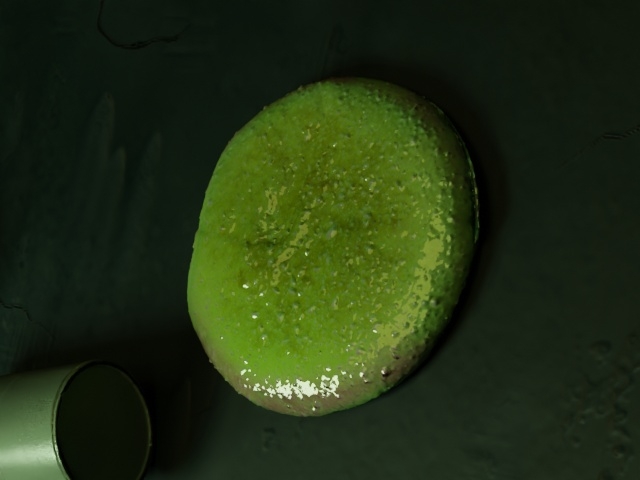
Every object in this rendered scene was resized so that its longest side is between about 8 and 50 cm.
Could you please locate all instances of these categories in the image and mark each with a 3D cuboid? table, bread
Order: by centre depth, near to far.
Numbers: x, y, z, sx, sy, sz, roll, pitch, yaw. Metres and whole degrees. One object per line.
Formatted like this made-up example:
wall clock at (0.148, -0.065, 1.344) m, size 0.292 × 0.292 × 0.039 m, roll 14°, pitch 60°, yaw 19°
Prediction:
bread at (0.004, 0.003, 1.478) m, size 0.301 × 0.045 × 0.301 m, roll -11°, pitch 71°, yaw 35°
table at (-0.270, 0.181, 1.586) m, size 0.220 × 0.126 × 0.126 m, roll -11°, pitch 70°, yaw 35°
